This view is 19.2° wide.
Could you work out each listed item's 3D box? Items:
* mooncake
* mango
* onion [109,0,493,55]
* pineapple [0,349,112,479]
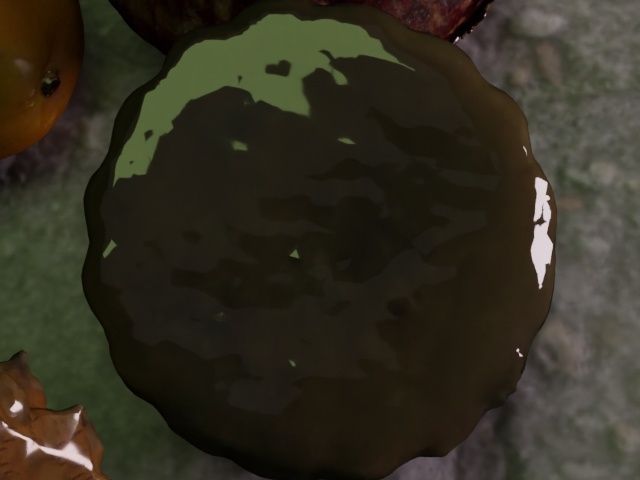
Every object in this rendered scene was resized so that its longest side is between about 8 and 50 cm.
[{"bbox_3d":[0.000,0.000,0.910,0.228,0.124,0.228,0,89,-2],"label":"mooncake"},{"bbox_3d":[-0.214,-0.134,1.071,0.145,0.112,0.219,-27,55,-6],"label":"mango"},{"bbox_3d":[-0.008,-0.189,1.032,0.246,0.190,0.246,-5,74,18],"label":"onion"},{"bbox_3d":[-0.263,0.106,0.895,0.357,0.223,0.223,26,64,42],"label":"pineapple"}]
